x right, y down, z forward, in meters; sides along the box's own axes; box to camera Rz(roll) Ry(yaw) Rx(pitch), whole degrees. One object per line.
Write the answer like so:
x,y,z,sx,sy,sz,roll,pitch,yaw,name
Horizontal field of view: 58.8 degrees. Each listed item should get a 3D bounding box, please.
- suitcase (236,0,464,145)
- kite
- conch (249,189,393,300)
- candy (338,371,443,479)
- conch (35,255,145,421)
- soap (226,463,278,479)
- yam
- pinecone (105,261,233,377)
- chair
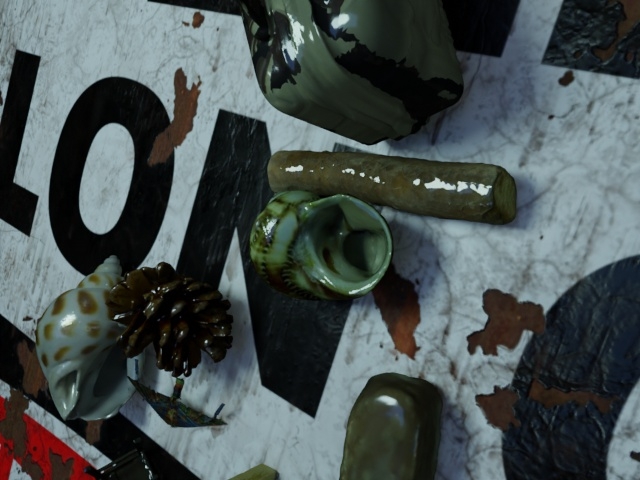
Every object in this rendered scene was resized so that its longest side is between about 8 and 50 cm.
0.017,-0.299,0.631,0.194,0.339,0.352,-21,75,31,suitcase
-0.237,0.266,0.929,0.183,0.010,0.160,25,133,4,kite
0.001,-0.001,0.744,0.181,0.124,0.187,45,114,2,conch
0.083,0.284,0.699,0.102,0.104,0.234,6,91,29,candy
-0.398,0.165,0.999,0.148,0.182,0.275,18,92,64,conch
-0.144,0.381,0.756,0.037,0.252,0.092,10,92,30,soap
0.071,-0.076,0.740,0.356,0.081,0.081,9,93,34,yam
-0.225,0.124,0.870,0.195,0.179,0.150,20,68,11,pinecone
-0.339,0.433,0.998,0.084,0.101,0.212,54,152,25,chair
